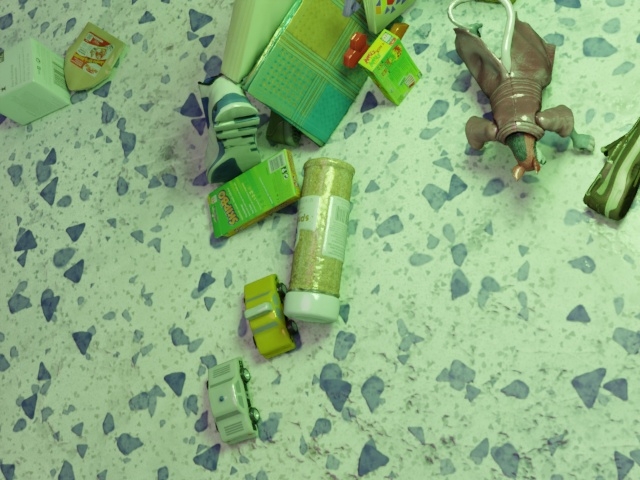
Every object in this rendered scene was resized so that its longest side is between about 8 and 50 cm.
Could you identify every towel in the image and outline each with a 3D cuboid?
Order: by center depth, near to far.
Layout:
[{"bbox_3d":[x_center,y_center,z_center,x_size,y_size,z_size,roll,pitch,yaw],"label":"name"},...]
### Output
[{"bbox_3d":[0.011,-0.429,1.786,0.040,0.271,0.370,29,87,50],"label":"towel"}]

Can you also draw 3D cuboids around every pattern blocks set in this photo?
[{"bbox_3d":[0.158,-0.557,1.744,0.026,0.285,0.325,33,56,28],"label":"pattern blocks set"}]

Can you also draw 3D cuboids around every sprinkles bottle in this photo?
[{"bbox_3d":[0.000,0.000,1.739,0.121,0.121,0.355,1,75,25],"label":"sprinkles bottle"}]

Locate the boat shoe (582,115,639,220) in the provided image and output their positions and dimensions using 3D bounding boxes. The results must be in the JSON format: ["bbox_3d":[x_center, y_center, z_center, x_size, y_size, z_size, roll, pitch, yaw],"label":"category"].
[{"bbox_3d":[0.593,-0.172,1.537,0.095,0.095,0.257,26,87,34],"label":"boat shoe"}]

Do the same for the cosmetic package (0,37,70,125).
[{"bbox_3d":[-0.834,-0.447,2.229,0.184,0.151,0.151,-20,67,18],"label":"cosmetic package"}]

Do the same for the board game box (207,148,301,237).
[{"bbox_3d":[-0.162,-0.105,1.866,0.259,0.039,0.124,-25,66,28],"label":"board game box"}]

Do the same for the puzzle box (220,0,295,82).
[{"bbox_3d":[-0.067,-0.550,1.740,0.052,0.272,0.409,32,47,10],"label":"puzzle box"}]

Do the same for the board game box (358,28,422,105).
[{"bbox_3d":[0.158,-0.380,1.742,0.043,0.181,0.092,39,93,28],"label":"board game box"}]

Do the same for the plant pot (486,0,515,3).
[{"bbox_3d":[0.378,-0.642,1.718,0.187,0.212,0.212,32,90,15],"label":"plant pot"}]

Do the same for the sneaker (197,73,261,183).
[{"bbox_3d":[-0.212,-0.282,1.829,0.128,0.315,0.182,-8,63,-14],"label":"sneaker"}]

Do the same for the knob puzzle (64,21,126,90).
[{"bbox_3d":[-0.652,-0.505,2.232,0.213,0.030,0.213,-7,73,22],"label":"knob puzzle"}]

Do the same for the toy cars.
[{"bbox_3d":[-0.166,0.259,1.758,0.177,0.087,0.393,20,84,28],"label":"toy cars"}]

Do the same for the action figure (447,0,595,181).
[{"bbox_3d":[0.403,-0.291,1.570,0.248,0.275,0.370,-11,57,15],"label":"action figure"}]

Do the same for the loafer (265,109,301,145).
[{"bbox_3d":[-0.097,-0.348,1.898,0.088,0.094,0.251,-4,74,19],"label":"loafer"}]
